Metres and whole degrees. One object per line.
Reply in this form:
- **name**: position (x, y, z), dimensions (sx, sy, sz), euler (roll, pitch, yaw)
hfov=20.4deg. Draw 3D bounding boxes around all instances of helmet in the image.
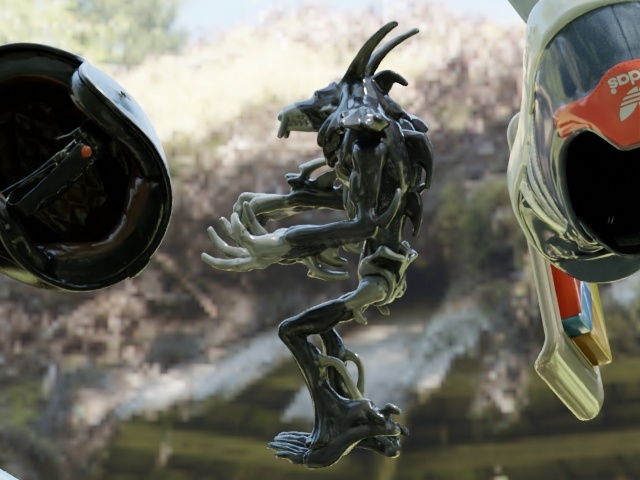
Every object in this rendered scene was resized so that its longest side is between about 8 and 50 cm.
- **helmet**: position (-0.188, -0.050, 1.227), dimensions (0.169, 0.169, 0.161), euler (18, 10, -33)

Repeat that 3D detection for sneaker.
- **sneaker**: position (0.210, -0.030, 1.262), dimensions (0.131, 0.148, 0.350), euler (-19, -31, 2)

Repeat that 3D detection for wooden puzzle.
- **wooden puzzle**: position (0.224, 0.026, 1.618), dimensions (0.044, 0.239, 0.221), euler (-10, -21, 16)

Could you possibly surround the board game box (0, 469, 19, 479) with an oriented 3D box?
- **board game box**: position (-0.394, 0.384, 1.639), dimensions (0.079, 0.336, 0.254), euler (32, 5, -7)

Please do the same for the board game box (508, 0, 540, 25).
- **board game box**: position (0.383, -0.213, 1.418), dimensions (0.390, 0.050, 0.390), euler (-35, -67, 15)

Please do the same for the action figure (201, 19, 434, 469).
- **action figure**: position (0.000, 0.000, 1.121), dimensions (0.141, 0.276, 0.164), euler (3, 2, 11)
